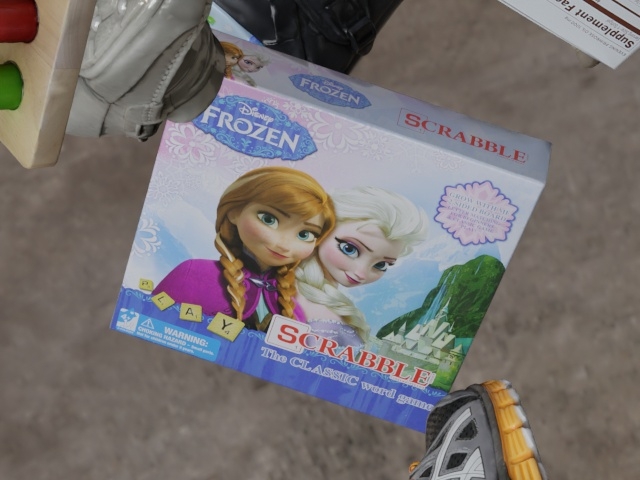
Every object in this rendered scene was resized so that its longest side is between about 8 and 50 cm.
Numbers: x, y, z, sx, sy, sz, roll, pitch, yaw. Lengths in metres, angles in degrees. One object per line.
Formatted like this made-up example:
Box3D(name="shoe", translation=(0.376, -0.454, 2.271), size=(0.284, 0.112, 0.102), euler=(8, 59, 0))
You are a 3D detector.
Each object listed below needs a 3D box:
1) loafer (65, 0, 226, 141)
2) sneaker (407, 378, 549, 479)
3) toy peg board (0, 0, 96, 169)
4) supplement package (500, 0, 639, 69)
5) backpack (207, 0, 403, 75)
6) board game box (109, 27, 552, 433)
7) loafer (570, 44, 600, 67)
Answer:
Box3D(name="loafer", translation=(-0.112, -0.131, 1.163), size=(0.319, 0.111, 0.112), euler=(162, 120, -71))
Box3D(name="sneaker", translation=(0.058, 0.125, 0.709), size=(0.083, 0.084, 0.215), euler=(-18, 22, 4))
Box3D(name="toy peg board", translation=(-0.171, -0.137, 0.785), size=(0.079, 0.160, 0.161), euler=(-8, 39, -39))
Box3D(name="supplement package", translation=(0.137, -0.233, 0.819), size=(0.203, 0.149, 0.194), euler=(-42, 39, 31))
Box3D(name="backpack", translation=(-0.091, -0.334, 1.773), size=(0.290, 0.355, 0.273), euler=(-58, 21, -9))
Box3D(name="board game box", translation=(0.000, 0.000, 1.564), size=(0.319, 0.318, 0.066), euler=(18, 39, -2))
Box3D(name="loafer", translation=(0.275, -0.232, 1.732), size=(0.102, 0.092, 0.268), euler=(-42, -1, -6))
